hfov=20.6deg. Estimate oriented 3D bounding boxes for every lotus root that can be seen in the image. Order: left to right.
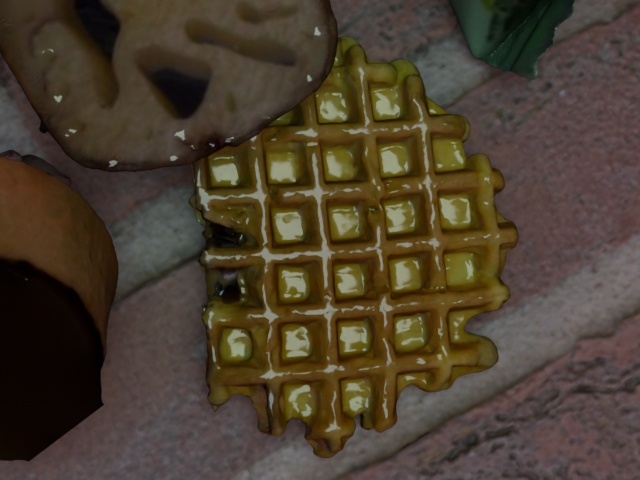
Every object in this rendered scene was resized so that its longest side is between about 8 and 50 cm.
[{"bbox_3d":[-0.115,-0.128,1.134,0.261,0.074,0.170,-3,114,-24],"label":"lotus root"}]

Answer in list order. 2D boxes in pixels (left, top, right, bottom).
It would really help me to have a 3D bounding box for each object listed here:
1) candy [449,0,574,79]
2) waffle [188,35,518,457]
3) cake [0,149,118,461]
[{"bbox_3d":[0.059,-0.309,1.172,0.398,0.172,0.263,30,86,-35],"label":"candy"},{"bbox_3d":[0.001,-0.001,1.244,0.309,0.065,0.283,40,84,-2],"label":"waffle"},{"bbox_3d":[-0.226,0.021,1.180,0.185,0.178,0.207,-10,125,13],"label":"cake"}]
